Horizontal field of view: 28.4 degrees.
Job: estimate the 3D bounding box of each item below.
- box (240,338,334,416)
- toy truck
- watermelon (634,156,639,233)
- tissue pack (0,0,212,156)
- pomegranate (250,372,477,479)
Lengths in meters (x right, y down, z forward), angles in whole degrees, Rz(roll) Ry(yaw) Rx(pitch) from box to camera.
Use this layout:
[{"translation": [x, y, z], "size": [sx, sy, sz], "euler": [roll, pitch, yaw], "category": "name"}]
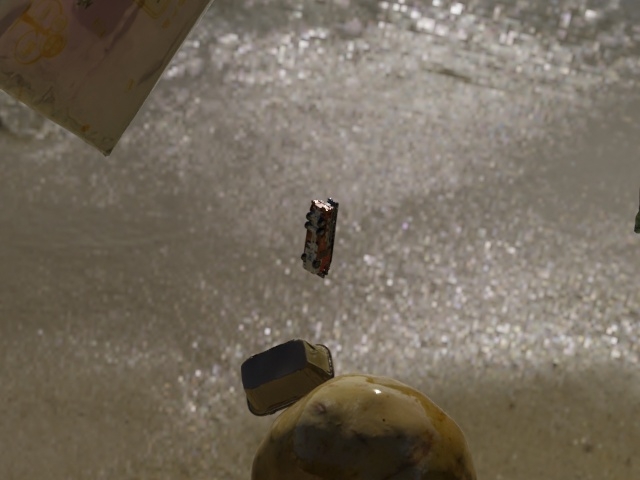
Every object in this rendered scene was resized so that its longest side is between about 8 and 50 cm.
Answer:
[{"translation": [-0.062, 0.244, 2.271], "size": [0.177, 0.111, 0.111], "euler": [-24, 23, 15], "category": "box"}, {"translation": [0.000, 0.000, 1.202], "size": [0.024, 0.083, 0.032], "euler": [29, 34, 36], "category": "toy truck"}, {"translation": [0.296, -0.094, 0.980], "size": [0.071, 0.139, 0.187], "euler": [-4, 34, 49], "category": "watermelon"}, {"translation": [-0.139, -0.191, 0.741], "size": [0.124, 0.225, 0.185], "euler": [33, -1, 21], "category": "tissue pack"}, {"translation": [0.049, 0.356, 1.823], "size": [0.342, 0.342, 0.342], "euler": [8, 27, -4], "category": "pomegranate"}]
